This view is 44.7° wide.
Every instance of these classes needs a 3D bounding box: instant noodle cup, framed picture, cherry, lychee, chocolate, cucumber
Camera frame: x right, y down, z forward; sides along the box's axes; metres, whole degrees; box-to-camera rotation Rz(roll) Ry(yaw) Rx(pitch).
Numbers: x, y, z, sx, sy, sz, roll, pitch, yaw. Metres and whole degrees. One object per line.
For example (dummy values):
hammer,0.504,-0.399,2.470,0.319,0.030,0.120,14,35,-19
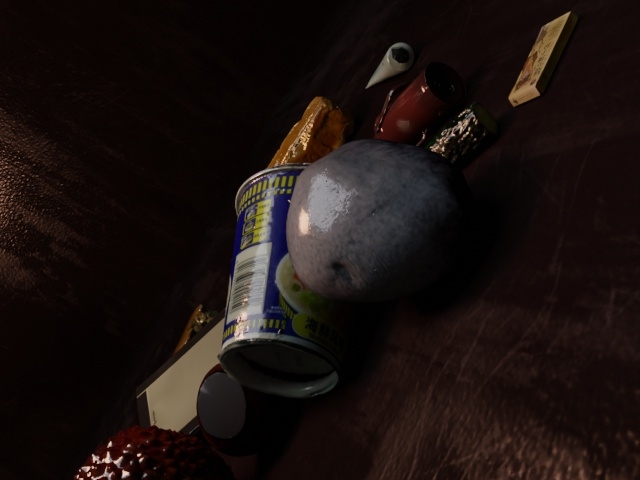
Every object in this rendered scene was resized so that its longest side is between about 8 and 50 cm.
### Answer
instant noodle cup,-0.039,0.078,1.286,0.284,0.284,0.312,-41,31,49
framed picture,-0.280,0.314,1.727,0.347,0.016,0.265,-42,36,10
cherry,0.075,-0.030,1.107,0.296,0.218,0.255,6,38,41
lychee,-0.278,0.429,1.262,0.300,0.264,0.264,-5,37,13
chocolate,-0.133,0.289,1.348,0.177,0.177,0.177,-52,16,22
cucumber,0.180,-0.120,1.299,0.293,0.067,0.067,-43,21,46

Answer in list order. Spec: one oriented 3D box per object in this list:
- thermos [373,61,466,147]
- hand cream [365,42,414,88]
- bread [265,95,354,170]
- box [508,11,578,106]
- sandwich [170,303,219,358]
thermos,0.173,-0.234,1.494,0.232,0.099,0.124,-42,61,50
hand cream,0.171,-0.455,2.004,0.109,0.067,0.321,-59,10,1
bread,-0.030,-0.235,2.052,0.294,0.132,0.167,-56,16,6
box,0.337,-0.275,1.181,0.149,0.020,0.073,-63,16,-15
sandwich,-0.283,0.233,1.965,0.128,0.122,0.235,-49,17,38
